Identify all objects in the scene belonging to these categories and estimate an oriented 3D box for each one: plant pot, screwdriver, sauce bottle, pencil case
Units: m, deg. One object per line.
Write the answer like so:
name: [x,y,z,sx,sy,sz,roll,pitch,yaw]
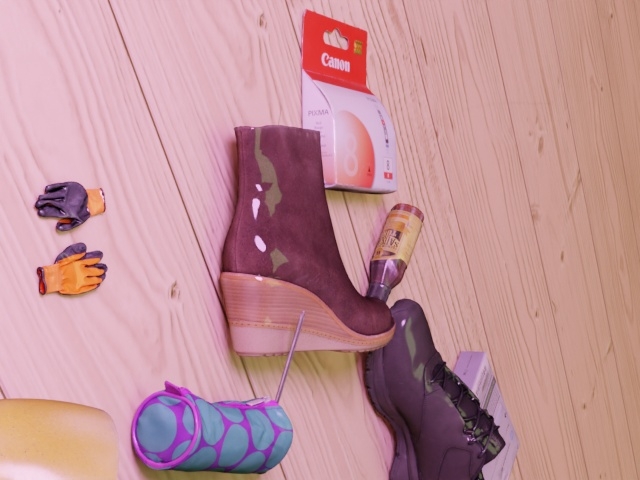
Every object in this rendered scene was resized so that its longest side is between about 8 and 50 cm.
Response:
plant pot: [-0.201,0.151,0.712,0.095,0.134,0.134,29,62,-30]
screwdriver: [-0.037,0.134,1.026,0.024,0.025,0.169,7,111,-21]
sauce bottle: [0.078,0.020,1.271,0.042,0.042,0.128,53,48,-46]
pencil case: [-0.086,0.157,0.956,0.152,0.065,0.070,19,89,-59]

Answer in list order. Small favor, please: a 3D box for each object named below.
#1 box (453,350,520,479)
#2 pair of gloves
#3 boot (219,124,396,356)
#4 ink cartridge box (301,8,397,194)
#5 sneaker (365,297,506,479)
box: [0.202,0.257,1.489,0.145,0.038,0.186,-62,139,-40]
pair of gloves: [-0.181,-0.002,0.848,0.074,0.010,0.083,-8,95,-60]
boot: [0.000,0.000,1.085,0.248,0.090,0.206,3,89,-57]
ink cartridge box: [0.033,-0.140,1.197,0.145,0.045,0.179,1,91,-61]
sneaker: [0.135,0.193,1.281,0.109,0.130,0.286,-44,126,-49]
